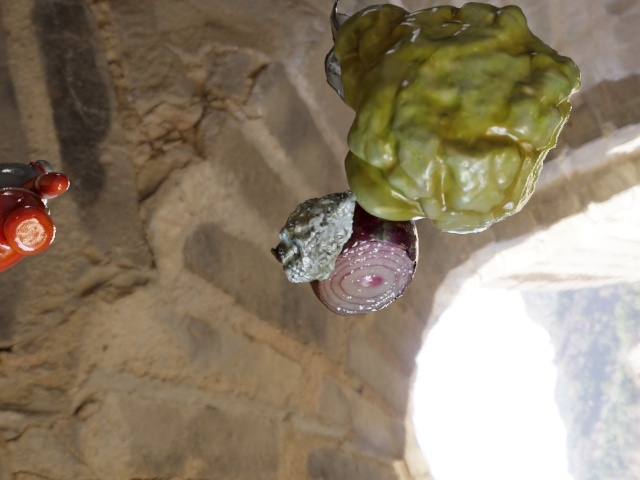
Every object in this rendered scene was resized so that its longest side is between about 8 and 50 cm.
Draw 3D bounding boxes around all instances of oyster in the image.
[{"bbox_3d":[0.001,0.000,0.949,0.037,0.098,0.100,-142,41,-71],"label":"oyster"}]

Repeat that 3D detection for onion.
[{"bbox_3d":[0.029,0.009,1.220,0.195,0.218,0.139,120,149,-52],"label":"onion"}]

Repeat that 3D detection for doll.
[{"bbox_3d":[-0.389,-0.023,0.998,0.105,0.200,0.336,55,170,-25],"label":"doll"}]

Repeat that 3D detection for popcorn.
[{"bbox_3d":[0.175,-0.186,1.124,0.292,0.293,0.334,23,-140,-23],"label":"popcorn"}]

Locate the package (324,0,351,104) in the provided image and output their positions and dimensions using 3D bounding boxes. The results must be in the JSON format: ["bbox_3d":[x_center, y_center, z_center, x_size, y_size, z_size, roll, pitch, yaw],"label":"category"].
[{"bbox_3d":[0.061,-0.315,1.488,0.232,0.040,0.166,25,-114,-61],"label":"package"}]
